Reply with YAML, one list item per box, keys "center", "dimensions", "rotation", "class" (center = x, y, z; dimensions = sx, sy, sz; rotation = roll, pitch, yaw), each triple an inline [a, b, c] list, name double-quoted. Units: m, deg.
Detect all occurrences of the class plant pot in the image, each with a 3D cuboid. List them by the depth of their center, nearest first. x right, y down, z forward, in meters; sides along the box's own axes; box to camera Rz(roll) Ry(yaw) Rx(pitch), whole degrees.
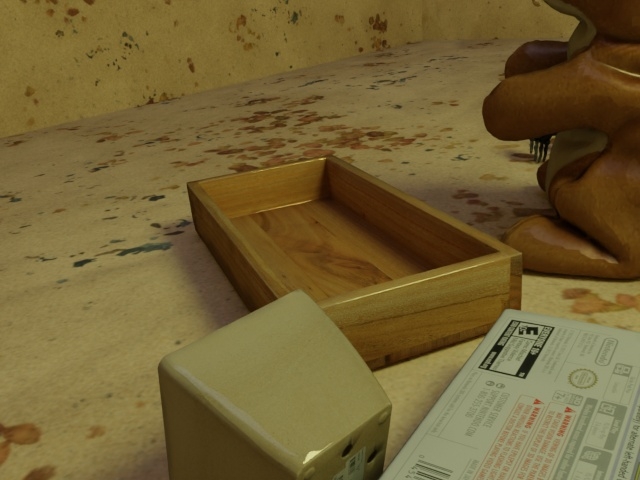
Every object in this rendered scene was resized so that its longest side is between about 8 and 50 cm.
- center: [-0.020, 0.112, 0.378]
  dimensions: [0.109, 0.109, 0.096]
  rotation: [-24, 40, -37]
  class: "plant pot"

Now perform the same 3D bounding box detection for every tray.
- center: [0.000, 0.000, 0.684]
  dimensions: [0.202, 0.076, 0.411]
  rotation: [-13, 24, -18]
  class: "tray"

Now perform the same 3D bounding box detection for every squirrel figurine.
- center: [0.361, -0.171, 0.609]
  dimensions: [0.397, 0.371, 0.281]
  rotation: [9, 26, 33]
  class: "squirrel figurine"

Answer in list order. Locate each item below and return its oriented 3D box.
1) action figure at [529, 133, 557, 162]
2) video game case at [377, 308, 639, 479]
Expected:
- center: [0.427, -0.156, 0.874]
  dimensions: [0.164, 0.141, 0.275]
  rotation: [-14, 7, -23]
  class: "action figure"
- center: [0.166, 0.137, 0.313]
  dimensions: [0.244, 0.061, 0.269]
  rotation: [8, 26, 34]
  class: "video game case"
